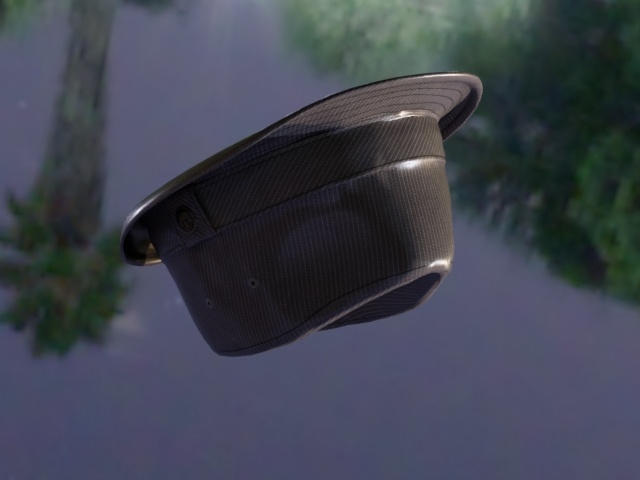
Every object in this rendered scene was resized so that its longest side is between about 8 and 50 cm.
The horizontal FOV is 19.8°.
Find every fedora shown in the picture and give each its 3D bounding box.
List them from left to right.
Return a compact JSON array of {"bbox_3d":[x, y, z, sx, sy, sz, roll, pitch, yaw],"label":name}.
[{"bbox_3d":[0.000,0.000,1.223,0.275,0.124,0.244,-26,169,36],"label":"fedora"}]
